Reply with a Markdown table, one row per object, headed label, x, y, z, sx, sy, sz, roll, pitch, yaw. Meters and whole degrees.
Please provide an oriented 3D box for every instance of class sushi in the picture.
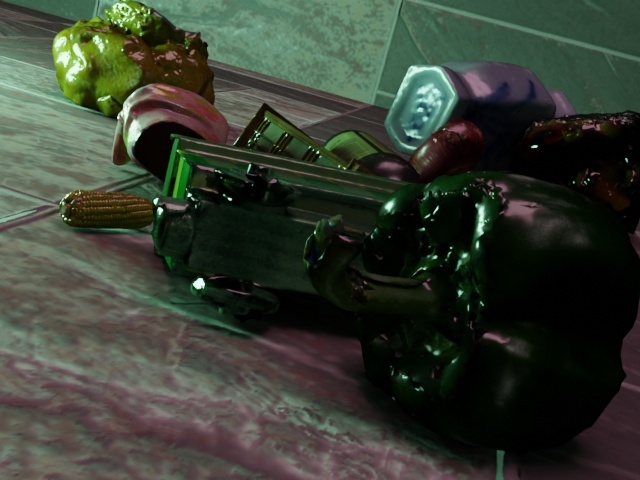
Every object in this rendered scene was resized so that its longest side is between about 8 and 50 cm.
| label | x | y | z | sx | sy | sz | roll | pitch | yaw |
| --- | --- | --- | --- | --- | --- | --- | --- | --- | --- |
| sushi | 0.457 | -0.134 | 1.542 | 0.227 | 0.215 | 0.212 | 22 | 16 | 24 |

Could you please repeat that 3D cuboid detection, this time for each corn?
| label | x | y | z | sx | sy | sz | roll | pitch | yaw |
| --- | --- | --- | --- | --- | --- | --- | --- | --- | --- |
| corn | -0.194 | -0.028 | 0.814 | 0.092 | 0.037 | 0.037 | 3 | 18 | -47 |

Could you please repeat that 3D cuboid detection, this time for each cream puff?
| label | x | y | z | sx | sy | sz | roll | pitch | yaw |
| --- | --- | --- | --- | --- | --- | --- | --- | --- | --- |
| cream puff | -0.304 | -0.300 | 1.465 | 0.282 | 0.185 | 0.282 | 13 | 18 | -4 |

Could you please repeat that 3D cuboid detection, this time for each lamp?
| label | x | y | z | sx | sy | sz | roll | pitch | yaw |
| --- | --- | --- | --- | --- | --- | --- | --- | --- | --- |
| lamp | -0.013 | -0.072 | 1.013 | 0.089 | 0.090 | 0.325 | 35 | 3 | -27 |

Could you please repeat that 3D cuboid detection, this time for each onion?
| label | x | y | z | sx | sy | sz | roll | pitch | yaw |
| --- | --- | --- | --- | --- | --- | --- | --- | --- | --- |
| onion | 0.228 | -0.120 | 1.487 | 0.150 | 0.150 | 0.140 | -5 | 53 | -54 |

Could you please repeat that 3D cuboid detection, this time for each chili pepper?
| label | x | y | z | sx | sy | sz | roll | pitch | yaw |
| --- | --- | --- | --- | --- | --- | --- | --- | --- | --- |
| chili pepper | 0.091 | 0.034 | 0.585 | 0.261 | 0.174 | 0.165 | 14 | 10 | -25 |

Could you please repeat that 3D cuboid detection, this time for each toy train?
| label | x | y | z | sx | sy | sz | roll | pitch | yaw |
| --- | --- | --- | --- | --- | --- | --- | --- | --- | --- |
| toy train | 0.000 | 0.000 | 0.745 | 0.301 | 0.120 | 0.202 | 10 | 11 | -19 |

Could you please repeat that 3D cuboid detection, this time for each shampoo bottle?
| label | x | y | z | sx | sy | sz | roll | pitch | yaw |
| --- | --- | --- | --- | --- | --- | --- | --- | --- | --- |
| shampoo bottle | 0.067 | -0.065 | 1.100 | 0.101 | 0.101 | 0.284 | 11 | 14 | -15 |

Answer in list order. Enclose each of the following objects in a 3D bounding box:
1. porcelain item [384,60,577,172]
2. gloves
| label | x | y | z | sx | sy | sz | roll | pitch | yaw |
| --- | --- | --- | --- | --- | --- | --- | --- | --- | --- |
| porcelain item | 0.314 | -0.229 | 1.706 | 0.405 | 0.242 | 0.178 | 2 | 32 | -44 |
| gloves | -0.170 | -0.123 | 1.053 | 0.145 | 0.126 | 0.241 | 9 | 21 | -13 |
